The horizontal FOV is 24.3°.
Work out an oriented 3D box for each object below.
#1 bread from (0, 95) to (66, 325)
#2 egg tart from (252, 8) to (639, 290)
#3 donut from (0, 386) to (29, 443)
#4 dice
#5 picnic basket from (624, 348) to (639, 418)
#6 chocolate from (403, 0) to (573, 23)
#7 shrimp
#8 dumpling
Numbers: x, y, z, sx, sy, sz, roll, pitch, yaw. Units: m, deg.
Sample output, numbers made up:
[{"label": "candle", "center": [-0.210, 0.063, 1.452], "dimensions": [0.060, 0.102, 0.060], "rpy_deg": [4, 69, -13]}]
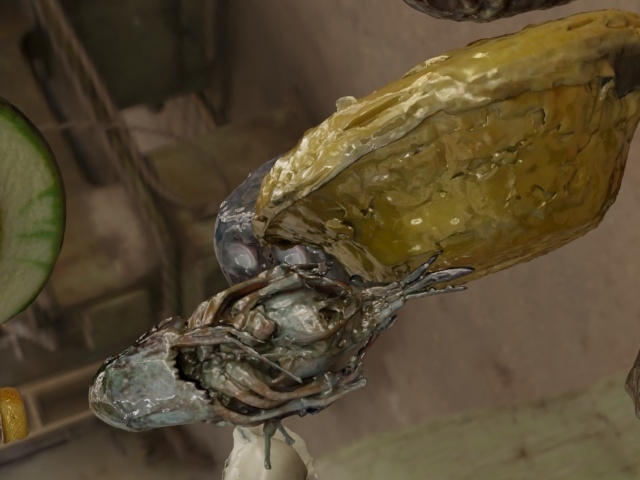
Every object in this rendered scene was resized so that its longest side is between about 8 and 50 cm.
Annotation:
[{"label": "bread", "center": [-0.515, -0.032, 1.919], "dimensions": [0.129, 0.366, 0.382], "rpy_deg": [21, 152, 56]}, {"label": "egg tart", "center": [0.145, -0.058, 1.437], "dimensions": [0.178, 0.443, 0.443], "rpy_deg": [67, 162, 9]}, {"label": "donut", "center": [-0.408, 0.225, 1.960], "dimensions": [0.083, 0.038, 0.067], "rpy_deg": [-165, 66, -74]}, {"label": "dice", "center": [0.000, 0.000, 1.731], "dimensions": [0.182, 0.181, 0.183], "rpy_deg": [0, 126, 43]}, {"label": "picnic basket", "center": [0.369, 0.156, 1.404], "dimensions": [0.178, 0.138, 0.128], "rpy_deg": [-92, 23, -67]}, {"label": "chocolate", "center": [0.222, -0.377, 1.806], "dimensions": [0.225, 0.340, 0.210], "rpy_deg": [-118, 23, -46]}, {"label": "shrimp", "center": [-0.035, 0.112, 1.338], "dimensions": [0.137, 0.372, 0.172], "rpy_deg": [1, -109, -69]}, {"label": "dumpling", "center": [-0.058, 0.308, 1.860], "dimensions": [0.108, 0.127, 0.188], "rpy_deg": [-39, 39, 32]}]
